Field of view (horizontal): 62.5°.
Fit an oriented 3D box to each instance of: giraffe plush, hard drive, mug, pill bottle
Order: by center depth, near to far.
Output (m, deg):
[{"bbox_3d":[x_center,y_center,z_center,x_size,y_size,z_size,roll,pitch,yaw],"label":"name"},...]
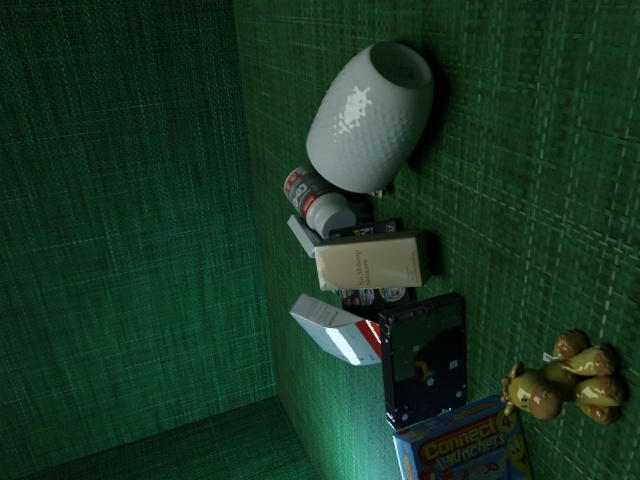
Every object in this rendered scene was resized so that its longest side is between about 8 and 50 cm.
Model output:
[{"bbox_3d":[0.446,0.280,1.027,0.210,0.170,0.181,172,85,-71],"label":"giraffe plush"},{"bbox_3d":[0.147,-0.366,1.387,0.328,0.276,0.374,121,164,-54],"label":"mug"},{"bbox_3d":[0.281,0.326,1.432,0.064,0.237,0.339,-144,44,-63],"label":"hard drive"},{"bbox_3d":[-0.002,-0.130,1.854,0.283,0.161,0.161,52,150,42],"label":"pill bottle"}]

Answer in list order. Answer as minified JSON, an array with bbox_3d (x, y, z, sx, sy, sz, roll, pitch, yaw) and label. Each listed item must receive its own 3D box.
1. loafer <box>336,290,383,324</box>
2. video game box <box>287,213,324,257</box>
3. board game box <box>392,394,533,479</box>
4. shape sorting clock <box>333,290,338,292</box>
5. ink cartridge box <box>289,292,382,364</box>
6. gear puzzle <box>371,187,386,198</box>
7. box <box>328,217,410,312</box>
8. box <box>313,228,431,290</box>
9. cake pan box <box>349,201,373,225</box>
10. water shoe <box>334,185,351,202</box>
[{"bbox_3d":[0.148,0.272,1.837,0.134,0.130,0.366,28,147,62],"label":"loafer"},{"bbox_3d":[0.000,0.000,1.863,0.048,0.187,0.205,-58,41,22],"label":"video game box"},{"bbox_3d":[0.356,0.569,1.264,0.086,0.308,0.302,168,89,-70],"label":"board game box"},{"bbox_3d":[0.060,0.106,2.098,0.206,0.040,0.206,4,-90,-75],"label":"shape sorting clock"},{"bbox_3d":[0.118,0.335,1.708,0.385,0.091,0.308,21,156,36],"label":"ink cartridge box"},{"bbox_3d":[0.167,-0.310,1.661,0.175,0.044,0.339,-145,48,-65],"label":"gear puzzle"},{"bbox_3d":[0.154,0.080,1.669,0.060,0.216,0.270,-37,-63,-80],"label":"box"},{"bbox_3d":[0.151,0.059,1.531,0.121,0.311,0.148,-27,-72,-63],"label":"box"},{"bbox_3d":[0.131,0.029,1.891,0.246,0.070,0.267,68,150,23],"label":"cake pan box"},{"bbox_3d":[0.093,-0.177,1.941,0.080,0.073,0.203,53,166,-17],"label":"water shoe"}]
